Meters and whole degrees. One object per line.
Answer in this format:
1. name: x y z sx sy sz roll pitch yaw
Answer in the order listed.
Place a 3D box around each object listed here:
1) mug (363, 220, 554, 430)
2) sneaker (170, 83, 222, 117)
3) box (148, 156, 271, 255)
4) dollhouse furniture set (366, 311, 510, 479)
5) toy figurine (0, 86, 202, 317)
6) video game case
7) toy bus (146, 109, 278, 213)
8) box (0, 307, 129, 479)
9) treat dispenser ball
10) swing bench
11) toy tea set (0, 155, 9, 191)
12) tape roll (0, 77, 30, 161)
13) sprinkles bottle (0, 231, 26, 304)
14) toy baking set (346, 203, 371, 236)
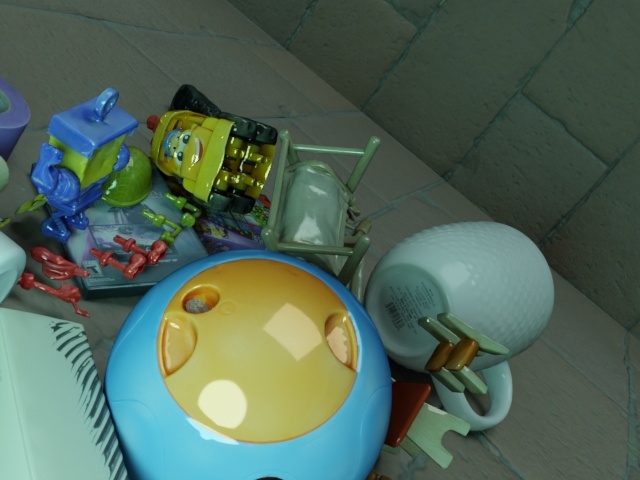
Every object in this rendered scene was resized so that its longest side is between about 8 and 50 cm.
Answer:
1. mug: 0.247 0.153 1.437 0.328 0.276 0.374 -5 76 -55
2. sneaker: -0.232 -0.243 1.681 0.106 0.101 0.267 25 24 -37
3. box: -0.174 -0.035 1.381 0.293 0.057 0.201 16 30 -45
4. dollhouse furniture set: 0.083 0.217 1.025 0.135 0.262 0.259 34 -14 -4
5. toy figurine: -0.263 -0.096 1.024 0.191 0.217 0.362 28 30 7
6. video game case: -0.282 -0.023 1.146 0.196 0.026 0.274 -3 42 -36
7. toy bus: -0.195 -0.147 1.273 0.211 0.149 0.220 23 7 12
8. box: -0.242 0.193 0.693 0.094 0.113 0.275 20 28 -42
9. treat dispenser ball: -0.072 0.152 0.807 0.288 0.288 0.288 32 20 -14
10. swing bench: 0.000 0.000 1.283 0.165 0.255 0.253 5 44 2
11. toy tea set: -0.506 -0.175 0.936 0.336 0.200 0.124 34 11 -25
12. tape roll: -0.510 -0.184 1.112 0.189 0.080 0.189 32 21 -14
13. sprinkles bottle: -0.475 -0.048 0.810 0.355 0.121 0.121 38 20 1
14. toy baking set: 0.029 -0.065 1.841 0.196 0.030 0.256 33 20 -3
